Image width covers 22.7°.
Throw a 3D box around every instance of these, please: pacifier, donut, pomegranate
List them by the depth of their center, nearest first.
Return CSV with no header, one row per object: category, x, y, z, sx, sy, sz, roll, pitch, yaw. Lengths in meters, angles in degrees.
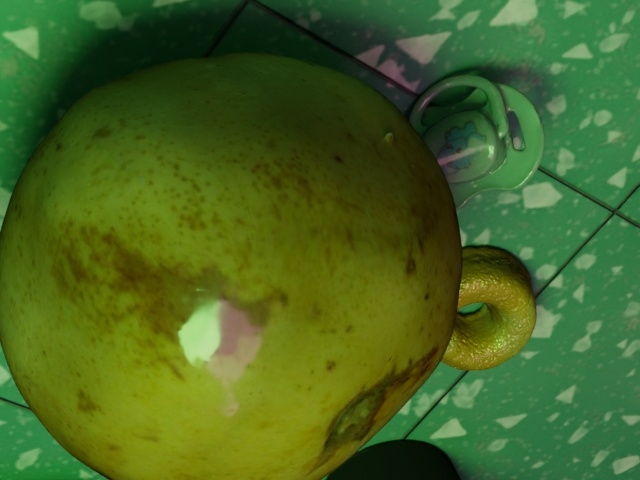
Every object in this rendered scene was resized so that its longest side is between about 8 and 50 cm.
pomegranate,-0.083,0.021,1.365,0.416,0.417,0.417,-10,129,-12
pacifier,0.149,-0.095,1.537,0.150,0.127,0.116,-28,170,25
donut,0.164,0.077,1.689,0.152,0.058,0.152,-8,127,-11

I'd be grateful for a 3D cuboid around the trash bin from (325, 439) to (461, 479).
trash bin,0.115,0.396,1.740,0.214,0.334,0.214,-10,128,-13
